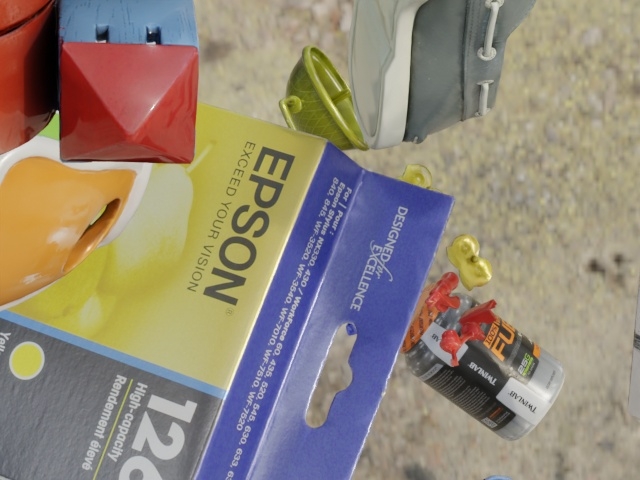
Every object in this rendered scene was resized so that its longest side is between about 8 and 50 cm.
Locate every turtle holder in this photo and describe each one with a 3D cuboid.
[{"bbox_3d":[-0.243,-0.085,0.979,0.227,0.243,0.320,5,16,-36],"label":"turtle holder"}]

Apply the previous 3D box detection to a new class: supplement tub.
[{"bbox_3d":[0.183,0.140,1.924,0.190,0.117,0.117,35,62,-8],"label":"supplement tub"}]

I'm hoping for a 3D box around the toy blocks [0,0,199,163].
[{"bbox_3d":[-0.189,-0.099,0.582,0.381,0.191,0.261,-1,35,-8],"label":"toy blocks"}]

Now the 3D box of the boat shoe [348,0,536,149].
[{"bbox_3d":[0.087,-0.174,1.008,0.099,0.319,0.116,-8,58,-13],"label":"boat shoe"}]

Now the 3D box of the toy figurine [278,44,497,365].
[{"bbox_3d":[0.000,0.000,1.757,0.217,0.362,0.191,-27,17,32],"label":"toy figurine"}]

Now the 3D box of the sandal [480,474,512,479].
[{"bbox_3d":[0.209,0.273,1.257,0.317,0.138,0.126,12,35,26],"label":"sandal"}]

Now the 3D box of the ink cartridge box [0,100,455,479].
[{"bbox_3d":[-0.102,0.055,1.149,0.307,0.072,0.303,17,79,22],"label":"ink cartridge box"}]

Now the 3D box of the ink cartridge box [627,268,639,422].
[{"bbox_3d":[0.389,0.091,1.518,0.100,0.237,0.172,-32,45,-33],"label":"ink cartridge box"}]
